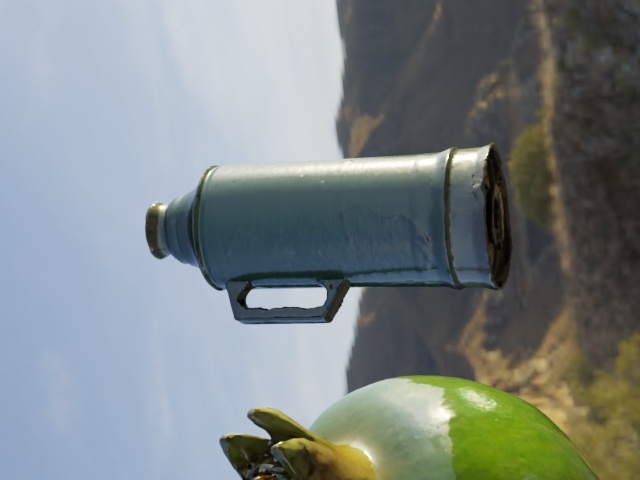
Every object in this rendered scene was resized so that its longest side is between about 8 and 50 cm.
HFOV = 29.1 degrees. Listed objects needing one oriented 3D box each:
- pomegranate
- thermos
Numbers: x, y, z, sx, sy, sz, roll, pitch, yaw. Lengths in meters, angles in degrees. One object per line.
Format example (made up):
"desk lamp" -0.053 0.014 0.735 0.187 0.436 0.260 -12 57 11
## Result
"pomegranate" 0.079 0.206 1.004 0.358 0.309 0.216 32 -105 -32
"thermos" 0.001 -0.004 0.641 0.073 0.187 0.083 -27 -66 -69
